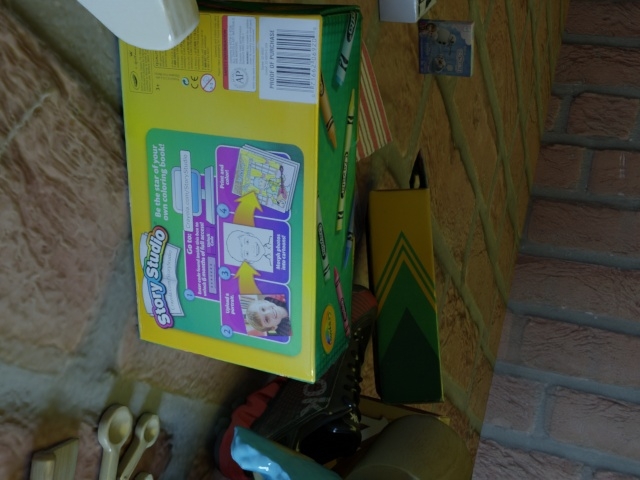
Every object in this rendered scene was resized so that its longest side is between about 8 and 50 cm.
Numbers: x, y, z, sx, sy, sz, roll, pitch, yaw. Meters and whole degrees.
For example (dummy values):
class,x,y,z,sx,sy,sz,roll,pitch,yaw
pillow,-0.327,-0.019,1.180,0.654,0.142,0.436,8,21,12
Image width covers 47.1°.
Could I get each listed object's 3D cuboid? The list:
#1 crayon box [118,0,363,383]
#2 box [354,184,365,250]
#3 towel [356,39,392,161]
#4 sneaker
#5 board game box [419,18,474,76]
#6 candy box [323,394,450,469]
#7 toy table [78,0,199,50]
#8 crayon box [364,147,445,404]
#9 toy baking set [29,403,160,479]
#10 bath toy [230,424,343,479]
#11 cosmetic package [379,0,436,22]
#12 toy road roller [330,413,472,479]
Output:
class,x,y,z,sx,sy,sz,roll,pitch,yaw
crayon box,-0.061,-0.041,0.577,0.081,0.165,0.279,-37,133,-59
box,0.000,0.000,0.911,0.145,0.038,0.186,75,32,-45
towel,0.030,-0.170,0.890,0.197,0.029,0.144,-35,112,-61
sneaker,0.007,0.164,0.818,0.276,0.135,0.098,-51,145,-33
board game box,0.209,-0.319,1.220,0.020,0.090,0.090,-54,145,-48
candy box,0.050,0.372,0.991,0.087,0.182,0.317,39,63,-66
toy table,-0.151,-0.205,0.303,0.252,0.160,0.274,69,38,-51
crayon box,0.107,0.054,1.000,0.202,0.081,0.319,75,12,-81
toy baking set,-0.175,0.253,0.599,0.197,0.030,0.256,-45,139,-55
bath toy,-0.104,0.349,0.648,0.348,0.129,0.151,-62,-165,-7
cosmetic package,0.119,-0.429,0.997,0.099,0.060,0.239,-55,147,-48
toy road roller,0.054,0.373,0.812,0.241,0.329,0.202,53,25,6
